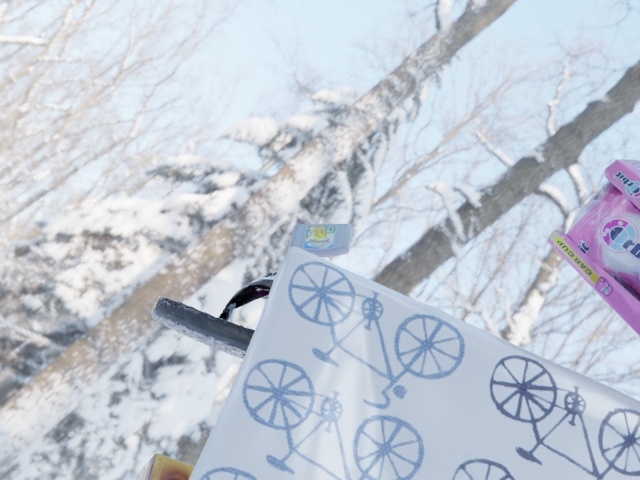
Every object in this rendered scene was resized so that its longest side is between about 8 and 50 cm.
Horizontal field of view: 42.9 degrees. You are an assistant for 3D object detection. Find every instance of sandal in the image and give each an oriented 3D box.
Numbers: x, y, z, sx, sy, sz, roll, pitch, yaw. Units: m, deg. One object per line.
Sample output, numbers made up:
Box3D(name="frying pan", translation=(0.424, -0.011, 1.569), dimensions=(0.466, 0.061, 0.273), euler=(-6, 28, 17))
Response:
Box3D(name="sandal", translation=(0.034, 0.105, 0.864), dimensions=(0.445, 0.107, 0.167), euler=(11, -17, 19))

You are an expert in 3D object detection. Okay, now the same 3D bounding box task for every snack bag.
Box3D(name="snack bag", translation=(0.063, 0.211, 0.332), dimensions=(0.323, 0.342, 0.037), euler=(26, -22, -1))

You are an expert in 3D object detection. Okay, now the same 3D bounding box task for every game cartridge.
Box3D(name="game cartridge", translation=(0.000, 0.000, 1.114), dimensions=(0.083, 0.056, 0.017), euler=(-1, -43, 10))

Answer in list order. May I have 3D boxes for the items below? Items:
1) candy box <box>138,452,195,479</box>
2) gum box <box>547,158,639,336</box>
Box3D(name="candy box", translation=(-0.115, 0.317, 0.888), dimensions=(0.186, 0.109, 0.053), euler=(26, -47, -19))
Box3D(name="gum box", translation=(0.217, 0.016, 0.458), dimensions=(0.107, 0.188, 0.062), euler=(50, -61, 29))
